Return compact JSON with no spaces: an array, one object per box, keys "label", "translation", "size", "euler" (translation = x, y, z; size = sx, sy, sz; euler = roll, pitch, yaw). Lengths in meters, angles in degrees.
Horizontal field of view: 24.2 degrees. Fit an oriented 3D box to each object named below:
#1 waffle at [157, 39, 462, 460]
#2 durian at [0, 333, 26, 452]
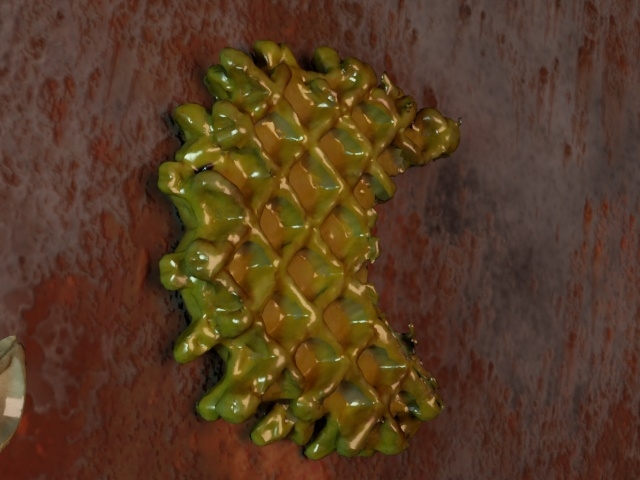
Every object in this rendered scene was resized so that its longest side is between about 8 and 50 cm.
[{"label":"waffle","translation":[0.000,0.000,1.021],"size":[0.260,0.069,0.293],"euler":[14,72,-42]},{"label":"durian","translation":[-0.216,0.099,0.799],"size":[0.110,0.071,0.140],"euler":[34,47,-39]}]
